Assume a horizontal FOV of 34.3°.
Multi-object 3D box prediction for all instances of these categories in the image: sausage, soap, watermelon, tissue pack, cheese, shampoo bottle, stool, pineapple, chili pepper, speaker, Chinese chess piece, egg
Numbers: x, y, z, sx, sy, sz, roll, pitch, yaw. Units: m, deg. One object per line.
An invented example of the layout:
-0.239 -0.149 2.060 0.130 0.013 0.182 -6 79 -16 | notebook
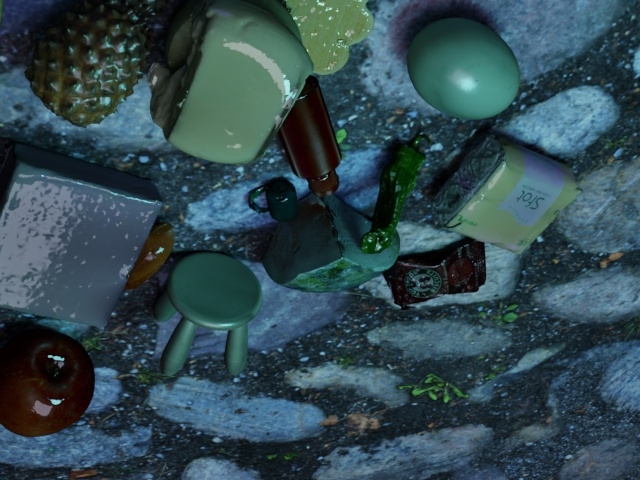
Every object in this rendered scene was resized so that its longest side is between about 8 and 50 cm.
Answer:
-0.354 0.033 2.030 0.089 0.089 0.179 23 125 -35 | sausage
-0.474 -0.003 1.887 0.286 0.107 0.296 17 111 -33 | soap
0.000 0.000 2.109 0.290 0.213 0.320 -8 -169 37 | watermelon
0.379 -0.094 2.123 0.257 0.123 0.215 14 127 -40 | tissue pack
-0.147 -0.246 1.620 0.233 0.127 0.266 23 122 -12 | cheese
-0.021 -0.187 1.929 0.102 0.064 0.260 -20 137 1 | shampoo bottle
-0.235 0.157 2.120 0.195 0.195 0.198 3 135 -22 | stool
-0.305 -0.343 1.618 0.361 0.175 0.175 -45 132 8 | pineapple
0.144 -0.088 2.013 0.074 0.256 0.100 18 168 2 | chili pepper
-0.091 -0.081 2.034 0.095 0.060 0.075 14 140 18 | speaker
-0.145 -0.306 1.708 0.238 0.092 0.237 0 127 0 | Chinese chess piece
0.255 -0.300 1.829 0.231 0.168 0.168 21 125 -37 | egg

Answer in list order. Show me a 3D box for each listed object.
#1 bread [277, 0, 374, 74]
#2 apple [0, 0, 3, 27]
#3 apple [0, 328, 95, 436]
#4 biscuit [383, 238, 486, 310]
-0.010 -0.366 1.767 0.182 0.039 0.251 18 126 -33 | bread
-0.597 -0.299 1.535 0.254 0.179 0.346 7 117 -42 | apple
-0.577 0.295 2.134 0.218 0.218 0.201 22 150 -35 | apple
0.258 0.076 2.302 0.236 0.063 0.151 -13 126 1 | biscuit
